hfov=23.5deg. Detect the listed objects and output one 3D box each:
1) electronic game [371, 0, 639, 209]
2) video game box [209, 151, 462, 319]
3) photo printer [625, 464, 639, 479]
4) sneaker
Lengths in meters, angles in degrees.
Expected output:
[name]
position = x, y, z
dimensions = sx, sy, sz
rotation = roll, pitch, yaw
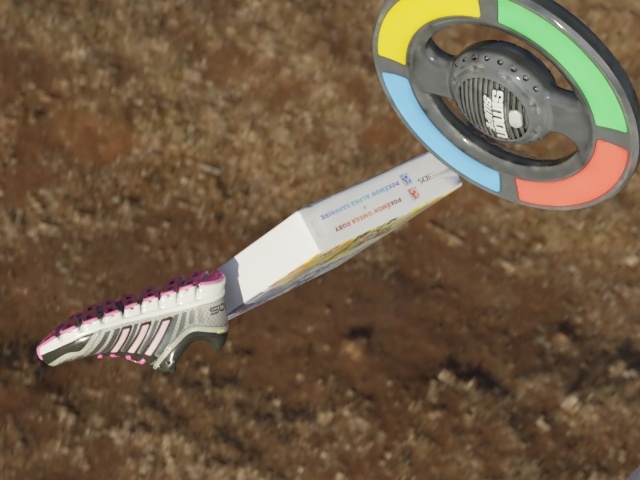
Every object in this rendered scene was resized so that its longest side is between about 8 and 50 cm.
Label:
[electronic game]
position = 0.138, -0.110, 1.165
dimensions = 0.229, 0.229, 0.048
rotation = 34, 60, 8
[video game box]
position = 0.000, 0.000, 1.380
dimensions = 0.187, 0.205, 0.048
rotation = -28, 86, -40
[photo printer]
position = 0.389, 0.373, 1.632
dimensions = 0.256, 0.307, 0.107
rotation = 40, 19, 5
[sneaker]
position = -0.153, 0.084, 1.304
dimensions = 0.170, 0.063, 0.075
rotation = -19, 102, -4
